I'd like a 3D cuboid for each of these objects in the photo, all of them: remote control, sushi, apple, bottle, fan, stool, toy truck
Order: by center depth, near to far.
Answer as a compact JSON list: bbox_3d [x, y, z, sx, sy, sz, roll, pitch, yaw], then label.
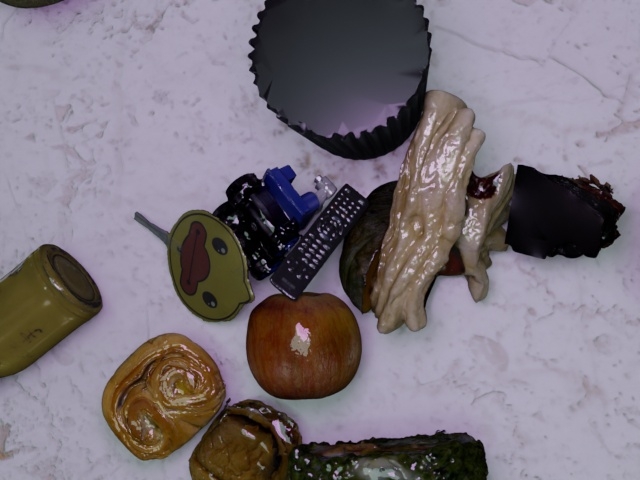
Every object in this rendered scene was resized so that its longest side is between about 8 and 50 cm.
[{"bbox_3d":[0.116,0.428,1.487,0.351,0.294,0.178,-7,80,10],"label":"sushi"},{"bbox_3d":[0.056,-0.288,1.533,0.297,0.330,0.297,-1,85,10],"label":"stool"},{"bbox_3d":[0.448,-0.044,1.540,0.172,0.150,0.153,16,103,40],"label":"sushi"},{"bbox_3d":[0.000,0.000,1.541,0.063,0.025,0.245,42,66,-7],"label":"remote control"},{"bbox_3d":[-0.031,0.186,1.570,0.211,0.211,0.188,-2,94,9],"label":"apple"},{"bbox_3d":[-0.080,-0.046,1.611,0.177,0.213,0.161,-31,78,-33],"label":"toy truck"},{"bbox_3d":[-0.247,0.031,1.667,0.335,0.011,0.230,32,124,28],"label":"fan"},{"bbox_3d":[-0.610,0.171,1.690,0.351,0.171,0.171,-37,81,6],"label":"bottle"}]

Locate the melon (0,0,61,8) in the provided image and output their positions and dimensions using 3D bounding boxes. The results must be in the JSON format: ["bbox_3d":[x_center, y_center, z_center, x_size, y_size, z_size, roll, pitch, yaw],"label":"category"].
[{"bbox_3d":[-0.548,-0.588,1.707,0.301,0.237,0.237,-36,81,5],"label":"melon"}]

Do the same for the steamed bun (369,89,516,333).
[{"bbox_3d":[0.238,-0.033,1.545,0.189,0.247,0.428,18,100,18],"label":"steamed bun"}]

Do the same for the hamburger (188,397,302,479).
[{"bbox_3d":[-0.142,0.400,1.615,0.183,0.130,0.206,32,93,13],"label":"hamburger"}]

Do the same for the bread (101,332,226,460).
[{"bbox_3d":[-0.297,0.291,1.651,0.236,0.120,0.198,-44,82,3],"label":"bread"}]

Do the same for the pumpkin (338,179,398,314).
[{"bbox_3d":[0.091,-0.013,1.591,0.111,0.163,0.279,25,88,14],"label":"pumpkin"}]
